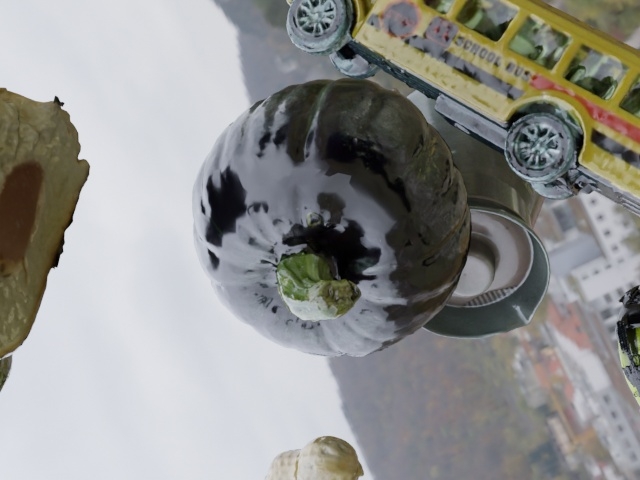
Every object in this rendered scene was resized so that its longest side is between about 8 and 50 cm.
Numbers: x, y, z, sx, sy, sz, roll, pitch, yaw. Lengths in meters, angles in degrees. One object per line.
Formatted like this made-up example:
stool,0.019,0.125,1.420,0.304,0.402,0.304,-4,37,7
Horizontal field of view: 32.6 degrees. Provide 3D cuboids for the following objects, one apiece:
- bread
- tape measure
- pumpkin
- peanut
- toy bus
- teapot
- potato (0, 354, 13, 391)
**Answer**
bread,-0.309,-0.044,1.046,0.224,0.211,0.184,45,176,43
tape measure,0.499,0.156,1.558,0.186,0.112,0.199,55,-137,-21
pumpkin,0.000,0.000,1.103,0.296,0.295,0.296,63,-175,-10
peanut,-0.018,0.378,1.747,0.117,0.263,0.101,45,-126,-10
toy bus,0.136,-0.127,0.840,0.335,0.123,0.121,33,-174,20
teapot,0.181,-0.067,1.448,0.300,0.253,0.344,44,-153,-21
potato,-0.436,0.123,1.173,0.141,0.176,0.298,40,176,14
